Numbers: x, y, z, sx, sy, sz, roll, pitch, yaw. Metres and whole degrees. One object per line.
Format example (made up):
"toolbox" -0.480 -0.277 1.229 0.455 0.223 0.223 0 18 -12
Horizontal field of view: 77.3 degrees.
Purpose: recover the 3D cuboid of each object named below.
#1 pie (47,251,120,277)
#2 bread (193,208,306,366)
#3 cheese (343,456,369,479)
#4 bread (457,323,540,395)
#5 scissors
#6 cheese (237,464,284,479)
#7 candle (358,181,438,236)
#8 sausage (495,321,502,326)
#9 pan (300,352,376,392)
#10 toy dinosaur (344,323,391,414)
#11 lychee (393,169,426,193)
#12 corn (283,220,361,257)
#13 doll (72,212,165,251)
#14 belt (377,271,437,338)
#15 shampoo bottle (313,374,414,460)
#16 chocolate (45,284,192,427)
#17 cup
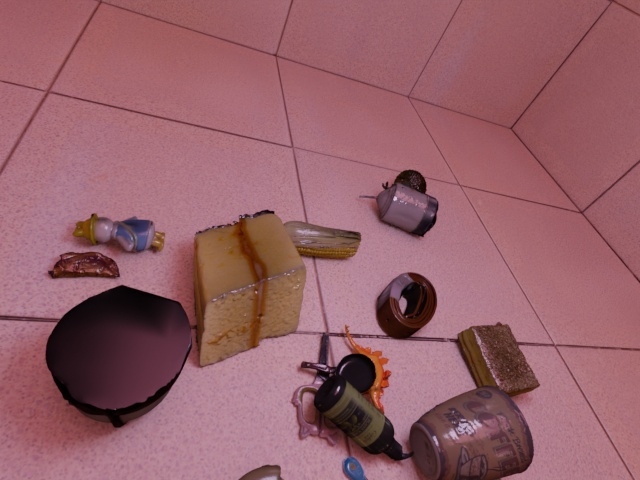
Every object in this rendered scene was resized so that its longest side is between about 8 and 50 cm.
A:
"pie" -0.645 0.067 1.098 0.170 0.034 0.091 -1 53 -28
"bread" -0.232 0.111 1.204 0.346 0.241 0.405 -5 34 -30
"cheese" 0.099 0.584 0.990 0.111 0.017 0.047 44 47 17
"bread" 0.592 0.407 1.356 0.185 0.110 0.234 0 54 -21
"scissors" 0.006 0.398 1.123 0.160 0.024 0.317 17 43 -10
"cheese" -0.125 0.574 0.826 0.176 0.091 0.202 18 43 -14
"candle" 0.335 -0.152 1.736 0.331 0.187 0.187 21 42 -4
"sausage" 0.656 0.367 1.501 0.029 0.025 0.198 6 30 31
"pan" 0.049 0.368 1.120 0.213 0.040 0.114 5 46 6
"toy dinosaur" 0.150 0.374 1.189 0.117 0.070 0.288 1 43 -20
"lychee" 0.433 -0.260 1.922 0.172 0.171 0.171 15 43 -15
"corn" 0.001 -0.005 1.448 0.306 0.123 0.122 7 44 -24
"doll" -0.585 -0.025 1.175 0.241 0.099 0.135 6 69 -21
"belt" 0.299 0.221 1.399 0.184 0.105 0.261 33 45 3
"shampoo bottle" 0.114 0.471 1.030 0.284 0.101 0.101 44 41 -8
"chocolate" -0.438 0.265 0.897 0.284 0.186 0.283 10 53 -13
"cup" 0.383 0.565 1.057 0.258 0.227 0.300 -7 81 -17
